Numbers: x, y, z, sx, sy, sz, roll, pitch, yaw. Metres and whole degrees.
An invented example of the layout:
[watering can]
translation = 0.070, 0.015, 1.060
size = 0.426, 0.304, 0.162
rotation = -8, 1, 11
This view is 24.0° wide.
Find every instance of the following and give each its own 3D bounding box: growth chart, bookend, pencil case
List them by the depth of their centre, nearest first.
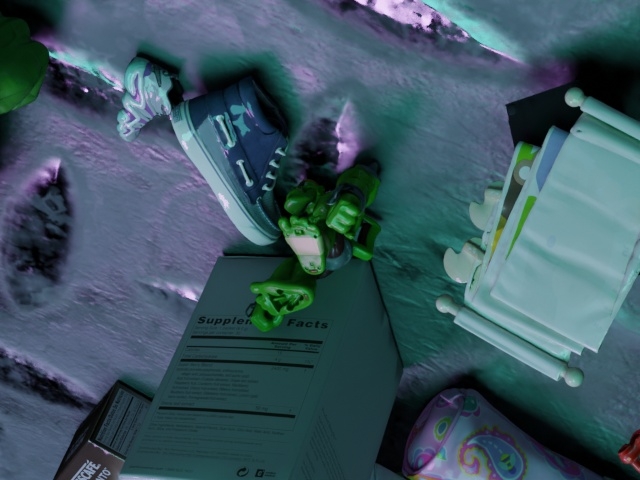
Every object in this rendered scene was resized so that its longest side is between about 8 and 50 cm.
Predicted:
[growth chart]
translation = 0.197, -0.004, 1.221
size = 0.172, 0.021, 0.237
rotation = 39, 112, 30
[bookend]
translation = 0.242, -0.048, 1.298
size = 0.072, 0.156, 0.157
rotation = -17, 81, 35
[pencil case]
translation = 0.229, 0.267, 1.614
size = 0.284, 0.124, 0.124
rotation = 31, 137, -10

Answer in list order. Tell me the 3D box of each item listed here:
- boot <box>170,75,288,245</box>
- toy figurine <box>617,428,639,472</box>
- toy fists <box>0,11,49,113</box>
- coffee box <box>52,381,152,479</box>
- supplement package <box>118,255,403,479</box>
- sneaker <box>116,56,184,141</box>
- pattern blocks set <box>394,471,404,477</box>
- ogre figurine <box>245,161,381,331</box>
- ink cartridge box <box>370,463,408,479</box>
[boot]
translation = -0.059, -0.071, 1.427
size = 0.086, 0.069, 0.190
rotation = -21, 136, 15
[toy figurine]
translation = 0.377, 0.213, 1.488
size = 0.191, 0.217, 0.362
rotation = 44, 91, -3
[toy fists]
translation = -0.389, -0.164, 1.408
size = 0.279, 0.142, 0.096
rotation = 6, 130, 18
[coffee box]
translation = -0.183, 0.295, 1.826
size = 0.246, 0.098, 0.141
rotation = 31, 135, -10
[supplement package]
translation = -0.048, 0.178, 1.503
size = 0.175, 0.293, 0.177
rotation = 1, 134, 22
[sneaker]
translation = -0.154, -0.123, 1.430
size = 0.069, 0.038, 0.098
rotation = 20, 138, 4
[pattern blocks set]
translation = 0.198, 0.374, 1.780
size = 0.325, 0.026, 0.285
rotation = 43, 129, -19
[ogre figurine]
translation = 0.000, 0.000, 1.426
size = 0.097, 0.118, 0.197
rotation = 22, 132, 13
[ink cartridge box]
translation = 0.022, 0.344, 1.696
size = 0.275, 0.060, 0.239
rotation = -23, 141, 32
